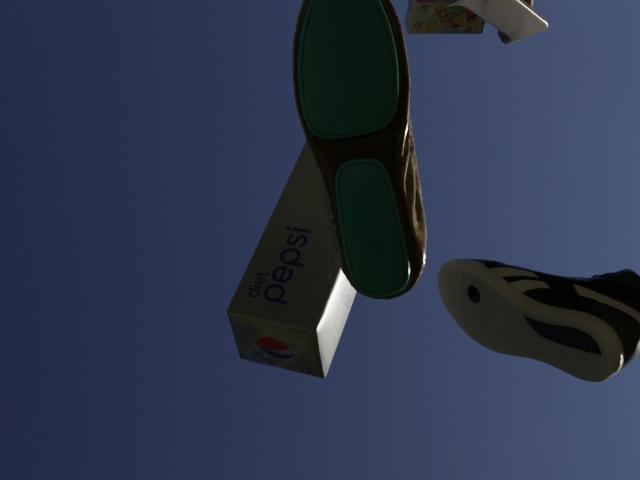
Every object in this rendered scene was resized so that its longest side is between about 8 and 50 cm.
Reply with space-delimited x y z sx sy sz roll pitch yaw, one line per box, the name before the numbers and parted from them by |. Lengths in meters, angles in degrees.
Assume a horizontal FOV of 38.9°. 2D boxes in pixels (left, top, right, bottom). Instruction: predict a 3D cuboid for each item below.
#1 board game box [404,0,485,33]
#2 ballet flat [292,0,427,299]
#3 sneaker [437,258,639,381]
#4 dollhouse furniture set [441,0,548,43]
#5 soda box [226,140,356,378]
board game box | 0.169 -0.331 1.140 0.103 0.154 0.026 -2 -131 -8
ballet flat | 0.027 -0.066 0.565 0.073 0.067 0.206 -2 -71 13
sneaker | 0.220 0.059 0.843 0.121 0.217 0.079 -20 -62 -30
dollhouse furniture set | 0.118 -0.294 0.694 0.151 0.301 0.197 -33 -109 26
soda box | 0.000 0.000 0.977 0.098 0.091 0.286 11 -128 16
